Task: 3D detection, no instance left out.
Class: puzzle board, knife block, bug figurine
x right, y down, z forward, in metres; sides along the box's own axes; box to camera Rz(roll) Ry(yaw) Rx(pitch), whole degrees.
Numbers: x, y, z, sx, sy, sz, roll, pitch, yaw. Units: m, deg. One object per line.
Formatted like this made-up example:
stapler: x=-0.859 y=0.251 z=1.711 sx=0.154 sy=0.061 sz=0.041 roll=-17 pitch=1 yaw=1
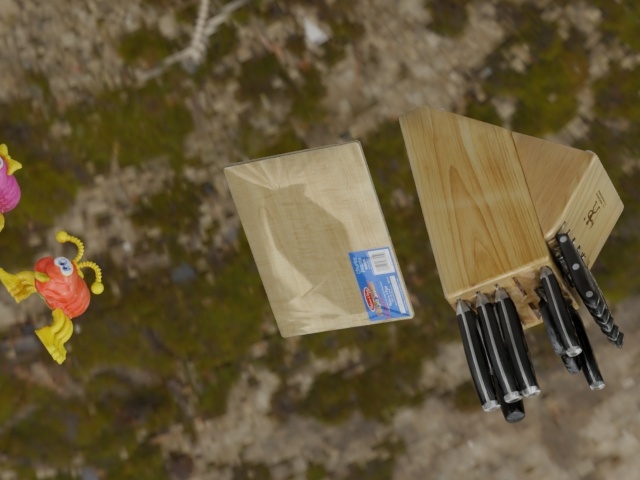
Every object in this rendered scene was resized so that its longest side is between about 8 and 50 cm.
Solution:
puzzle board: x=0.000 y=0.000 z=1.172 sx=0.096 sy=0.011 sz=0.128 roll=-10 pitch=113 yaw=22
knife block: x=0.140 y=0.027 z=1.539 sx=0.242 sy=0.276 sz=0.088 roll=-57 pitch=142 yaw=-16
bug figurine: x=-0.266 y=-0.018 z=1.538 sx=0.072 sy=0.279 sz=0.216 roll=-34 pitch=166 yaw=-9
